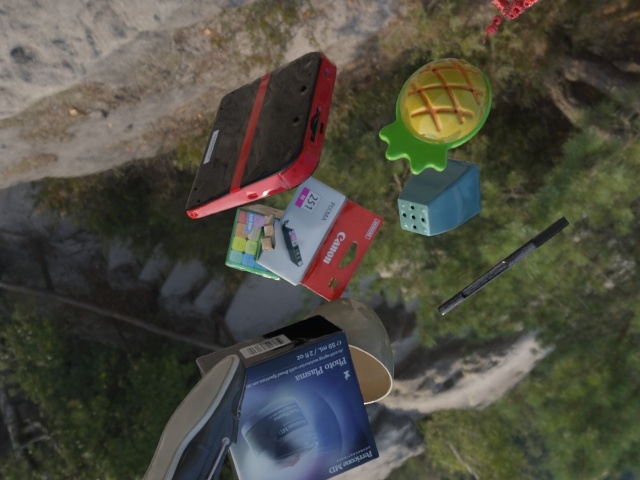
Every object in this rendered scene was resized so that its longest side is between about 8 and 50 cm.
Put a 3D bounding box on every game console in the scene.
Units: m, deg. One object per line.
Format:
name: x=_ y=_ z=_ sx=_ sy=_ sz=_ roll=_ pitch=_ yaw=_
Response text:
game console: x=-0.129 y=-0.240 z=1.555 sx=0.342 sy=0.386 sz=0.060 roll=-18 pitch=135 yaw=34

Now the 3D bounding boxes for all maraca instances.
maraca: x=0.163 y=-0.178 z=0.982 sx=0.185 sy=0.127 sz=0.099 roll=-55 pitch=162 yaw=-10

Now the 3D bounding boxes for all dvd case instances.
dvd case: x=0.356 y=0.050 z=1.360 sx=0.180 sy=0.022 sz=0.253 roll=-23 pitch=164 yaw=-50

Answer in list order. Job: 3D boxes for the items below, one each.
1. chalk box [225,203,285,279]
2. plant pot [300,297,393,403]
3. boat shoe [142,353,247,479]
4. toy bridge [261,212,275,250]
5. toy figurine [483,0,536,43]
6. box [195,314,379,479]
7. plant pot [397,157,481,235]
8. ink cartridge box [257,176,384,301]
chalk box: x=-0.164 y=0.002 z=2.062 sx=0.289 sy=0.179 sz=0.180 roll=-24 pitch=129 yaw=-79
plant pot: x=0.058 y=0.257 z=1.759 sx=0.284 sy=0.191 sz=0.284 roll=10 pitch=140 yaw=9
boat shoe: x=-0.183 y=0.323 z=1.003 sx=0.095 sy=0.335 sz=0.112 roll=45 pitch=141 yaw=-21
toy bridge: x=-0.129 y=-0.012 z=1.761 sx=0.026 sy=0.188 sz=0.063 roll=-6 pitch=111 yaw=1
toy figurine: x=0.375 y=-0.584 z=1.349 sx=0.191 sy=0.217 sz=0.362 roll=-52 pitch=-172 yaw=-23
box: x=-0.068 y=0.352 z=1.458 sx=0.296 sy=0.183 sz=0.294 roll=-19 pitch=101 yaw=-15
plant pot: x=0.345 y=-0.123 z=2.080 sx=0.234 sy=0.165 sz=0.165 roll=-36 pitch=128 yaw=-36
ink cartridge box: x=0.000 y=0.000 z=1.859 sx=0.275 sy=0.239 sz=0.060 roll=-61 pitch=171 yaw=4
